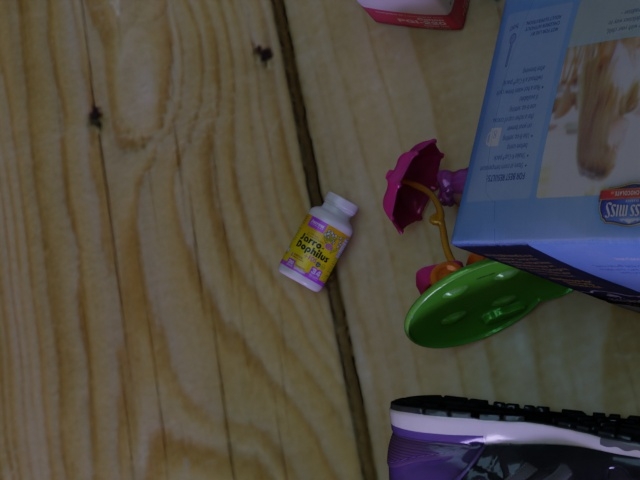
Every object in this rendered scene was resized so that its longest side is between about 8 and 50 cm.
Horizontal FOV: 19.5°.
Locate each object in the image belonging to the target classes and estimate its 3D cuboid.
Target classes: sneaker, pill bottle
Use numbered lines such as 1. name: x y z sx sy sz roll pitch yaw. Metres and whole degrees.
1. sneaker: 0.190 0.201 1.498 0.283 0.107 0.124 5 94 25
2. pill bottle: 0.000 0.000 1.631 0.043 0.043 0.083 28 89 24

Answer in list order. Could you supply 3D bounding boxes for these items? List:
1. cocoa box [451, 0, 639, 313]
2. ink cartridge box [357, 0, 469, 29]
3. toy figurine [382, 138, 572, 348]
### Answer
1. cocoa box: 0.297 -0.073 1.351 0.347 0.228 0.231 -1 73 59
2. ink cartridge box: 0.070 -0.287 1.576 0.092 0.218 0.159 9 81 22
3. toy figurine: 0.124 -0.017 1.564 0.173 0.130 0.159 -19 61 -7
